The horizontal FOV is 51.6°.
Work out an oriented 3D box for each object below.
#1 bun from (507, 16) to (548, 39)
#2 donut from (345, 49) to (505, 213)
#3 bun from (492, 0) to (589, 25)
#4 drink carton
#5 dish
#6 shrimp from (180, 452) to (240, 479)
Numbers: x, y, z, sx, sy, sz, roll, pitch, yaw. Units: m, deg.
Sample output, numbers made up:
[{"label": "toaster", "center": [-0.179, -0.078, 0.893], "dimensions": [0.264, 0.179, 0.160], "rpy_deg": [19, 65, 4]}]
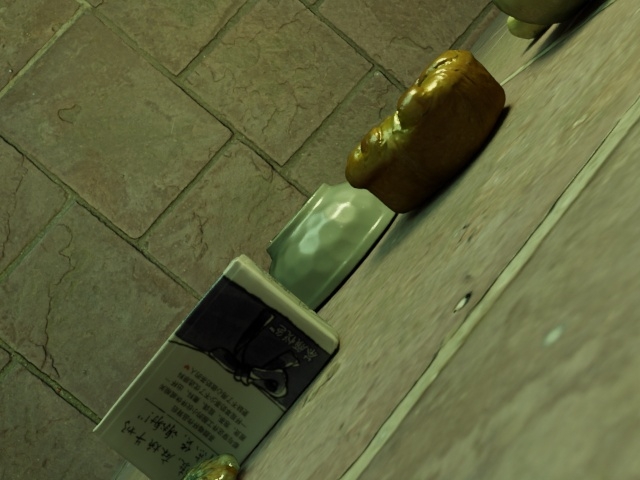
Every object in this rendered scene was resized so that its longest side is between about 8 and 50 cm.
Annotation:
[{"label": "bun", "center": [0.352, -0.366, 1.091], "dimensions": [0.086, 0.055, 0.086], "rpy_deg": [-40, 16, 14]}, {"label": "donut", "center": [0.135, -0.139, 0.851], "dimensions": [0.226, 0.114, 0.226], "rpy_deg": [-50, 2, 3]}, {"label": "bun", "center": [0.330, -0.407, 0.864], "dimensions": [0.273, 0.169, 0.272], "rpy_deg": [-155, 90, -86]}, {"label": "drink carton", "center": [-0.102, 0.140, 0.673], "dimensions": [0.222, 0.134, 0.102], "rpy_deg": [-50, 5, 0]}, {"label": "dish", "center": [0.000, 0.000, 1.071], "dimensions": [0.303, 0.120, 0.303], "rpy_deg": [-49, 4, 4]}, {"label": "shrimp", "center": [-0.126, 0.247, 0.561], "dimensions": [0.091, 0.034, 0.161], "rpy_deg": [-28, 14, 36]}]
